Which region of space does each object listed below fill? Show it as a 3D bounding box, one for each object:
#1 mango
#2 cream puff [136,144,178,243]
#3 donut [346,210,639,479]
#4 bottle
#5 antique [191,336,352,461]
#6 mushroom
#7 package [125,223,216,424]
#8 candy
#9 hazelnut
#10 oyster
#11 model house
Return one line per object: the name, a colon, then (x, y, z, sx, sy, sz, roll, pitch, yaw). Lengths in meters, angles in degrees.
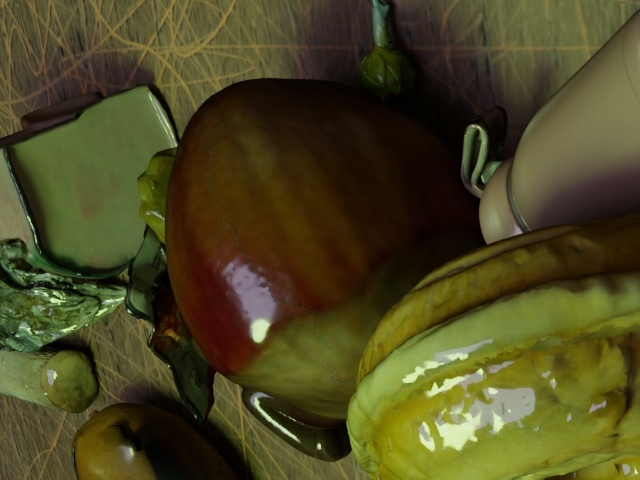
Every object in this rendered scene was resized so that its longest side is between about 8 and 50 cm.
mango: (-0.212, 0.324, 2.077, 0.287, 0.152, 0.201, 36, 126, 28)
cream puff: (-0.141, -0.045, 1.851, 0.146, 0.146, 0.116, 56, 175, 9)
donut: (0.228, 0.127, 1.339, 0.449, 0.448, 0.198, -41, 50, 48)
bottle: (0.255, -0.083, 1.378, 0.206, 0.173, 0.297, 49, 140, 5)
antique: (-0.041, 0.126, 1.830, 0.257, 0.121, 0.143, 42, 126, 23)
mushroom: (-0.457, 0.195, 2.316, 0.351, 0.095, 0.123, 0, 126, 48)
package: (-0.168, 0.093, 1.879, 0.040, 0.166, 0.232, -12, 129, 19)
candy: (0.057, -0.234, 1.607, 0.062, 0.058, 0.194, -5, 97, 39)
hazelnut: (0.005, 0.007, 1.572, 0.365, 0.365, 0.366, 22, 124, 38)
oyster: (-0.412, 0.071, 2.183, 0.350, 0.158, 0.162, 4, 149, 37)
model house: (-0.323, -0.056, 1.951, 0.237, 0.237, 0.202, -4, 112, 51)
